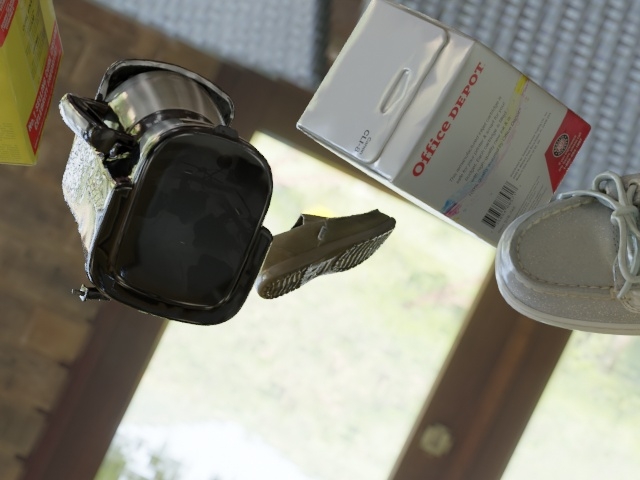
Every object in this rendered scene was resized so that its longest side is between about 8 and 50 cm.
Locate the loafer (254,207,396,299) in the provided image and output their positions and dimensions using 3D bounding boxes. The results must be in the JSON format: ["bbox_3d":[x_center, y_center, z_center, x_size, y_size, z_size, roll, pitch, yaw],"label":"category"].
[{"bbox_3d":[0.000,0.000,1.456,0.148,0.056,0.050,-21,-111,-39],"label":"loafer"}]

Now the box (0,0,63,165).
[{"bbox_3d":[-0.180,-0.136,0.915,0.058,0.087,0.232,6,147,4],"label":"box"}]

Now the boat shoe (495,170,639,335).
[{"bbox_3d":[0.276,-0.010,1.229,0.320,0.118,0.103,-4,151,13],"label":"boat shoe"}]

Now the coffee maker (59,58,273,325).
[{"bbox_3d":[-0.098,-0.013,1.151,0.120,0.171,0.178,-5,-159,-11],"label":"coffee maker"}]

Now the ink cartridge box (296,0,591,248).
[{"bbox_3d":[0.099,-0.090,1.436,0.127,0.128,0.176,32,-179,44],"label":"ink cartridge box"}]
